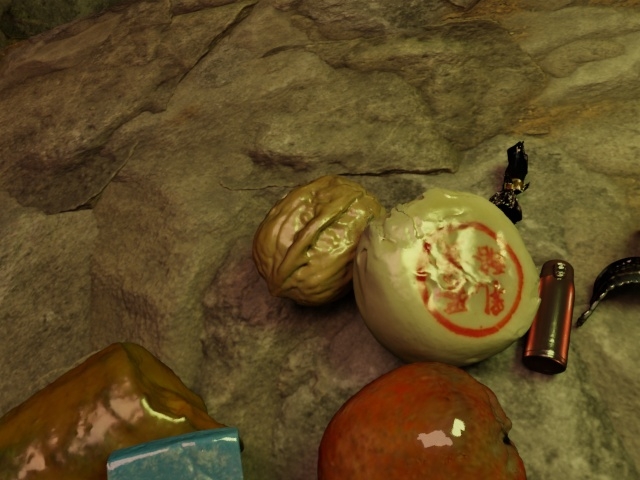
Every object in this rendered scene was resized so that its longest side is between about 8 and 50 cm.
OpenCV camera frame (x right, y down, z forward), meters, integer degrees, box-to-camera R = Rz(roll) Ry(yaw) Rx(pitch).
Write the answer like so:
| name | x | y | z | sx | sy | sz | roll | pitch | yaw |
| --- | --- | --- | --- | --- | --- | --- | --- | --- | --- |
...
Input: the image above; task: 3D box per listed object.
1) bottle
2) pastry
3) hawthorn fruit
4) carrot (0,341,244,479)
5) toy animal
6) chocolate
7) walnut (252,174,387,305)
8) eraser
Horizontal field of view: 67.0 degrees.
| name | x | y | z | sx | sy | sz | roll | pitch | yaw |
| --- | --- | --- | --- | --- | --- | --- | --- | --- | --- |
| bottle | 0.329 | 0.102 | 0.687 | 0.060 | 0.060 | 0.164 | 10 | 57 | 24 |
| pastry | 0.173 | 0.052 | 0.679 | 0.265 | 0.133 | 0.264 | 3 | 71 | -9 |
| hawthorn fruit | 0.096 | 0.264 | 0.563 | 0.262 | 0.210 | 0.210 | -32 | 48 | 17 |
| carrot | -0.297 | 0.292 | 0.635 | 0.341 | 0.241 | 0.241 | -35 | 51 | -14 |
| toy animal | 0.485 | 0.030 | 0.667 | 0.160 | 0.197 | 0.272 | 45 | 120 | 21 |
| chocolate | 0.333 | -0.096 | 0.834 | 0.070 | 0.072 | 0.147 | 25 | 69 | 18 |
| walnut | 0.000 | 0.000 | 0.793 | 0.198 | 0.198 | 0.245 | 29 | 65 | 33 |
| eraser | -0.139 | 0.373 | 0.519 | 0.144 | 0.043 | 0.311 | -6 | 83 | -14 |
